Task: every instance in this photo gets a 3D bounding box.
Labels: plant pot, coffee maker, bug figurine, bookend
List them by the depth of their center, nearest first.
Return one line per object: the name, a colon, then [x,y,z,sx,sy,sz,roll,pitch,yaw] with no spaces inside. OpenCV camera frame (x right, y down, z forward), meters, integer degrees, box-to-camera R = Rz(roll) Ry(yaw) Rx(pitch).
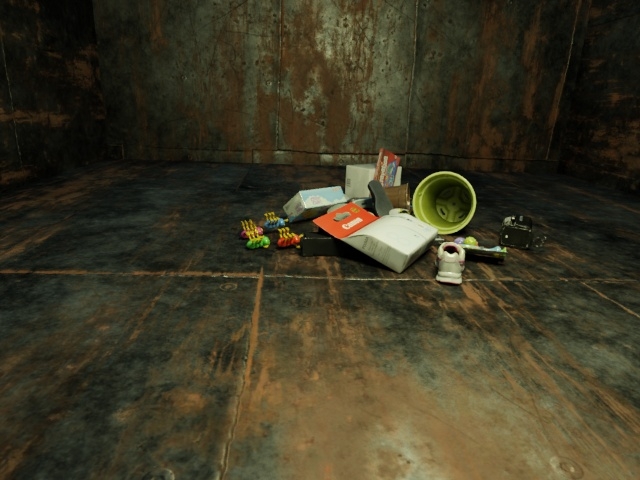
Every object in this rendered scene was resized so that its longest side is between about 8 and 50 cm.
bookend: [0.000,0.000,1.654,0.157,0.072,0.156,-1,19,-10]
bug figurine: [-0.201,-0.027,1.716,0.216,0.072,0.279,-11,26,-19]
coffee maker: [0.847,-0.029,1.832,0.171,0.120,0.178,34,29,15]
plant pot: [0.599,-0.171,2.026,0.276,0.276,0.254,12,8,27]
plant pot: [0.371,-0.208,2.240,0.165,0.167,0.167,-1,16,17]

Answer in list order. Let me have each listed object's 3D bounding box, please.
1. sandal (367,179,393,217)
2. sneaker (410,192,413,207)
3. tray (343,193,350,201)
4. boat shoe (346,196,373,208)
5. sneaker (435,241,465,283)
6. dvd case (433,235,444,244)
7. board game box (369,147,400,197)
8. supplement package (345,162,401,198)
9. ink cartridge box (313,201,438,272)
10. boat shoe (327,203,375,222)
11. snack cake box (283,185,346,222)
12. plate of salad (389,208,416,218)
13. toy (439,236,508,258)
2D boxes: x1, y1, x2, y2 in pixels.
sandal: [0.296,-0.188,2.147,0.097,0.054,0.255,2,54,-17]
sneaker: [0.484,-0.232,2.433,0.188,0.078,0.067,17,23,40]
tray: [0.025,-0.234,2.457,0.270,0.030,0.145,-1,19,-12]
boat shoe: [0.235,-0.210,2.349,0.183,0.065,0.083,-6,21,-22]
sneaker: [0.448,0.056,1.480,0.102,0.111,0.252,6,18,11]
dvd case: [0.373,-0.018,1.834,0.238,0.030,0.179,-2,18,-11]
board game box: [0.358,-0.353,2.412,0.145,0.282,0.027,18,-9,-36]
supplement package: [0.306,-0.337,2.536,0.262,0.200,0.198,-12,22,-37]
ink cartridge box: [0.212,-0.054,1.631,0.385,0.091,0.308,32,33,21]
boat shoe: [0.139,-0.085,1.920,0.114,0.091,0.302,-37,33,-15]
snack cake box: [-0.025,-0.171,2.039,0.264,0.089,0.152,-14,-14,-41]
plate of salad: [0.421,-0.111,2.042,0.199,0.048,0.200,10,29,-6]
toy: [0.573,0.020,1.631,0.237,0.056,0.137,12,-7,19]
